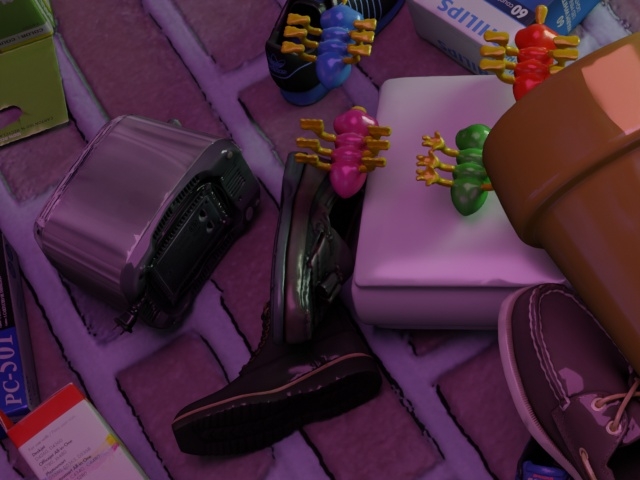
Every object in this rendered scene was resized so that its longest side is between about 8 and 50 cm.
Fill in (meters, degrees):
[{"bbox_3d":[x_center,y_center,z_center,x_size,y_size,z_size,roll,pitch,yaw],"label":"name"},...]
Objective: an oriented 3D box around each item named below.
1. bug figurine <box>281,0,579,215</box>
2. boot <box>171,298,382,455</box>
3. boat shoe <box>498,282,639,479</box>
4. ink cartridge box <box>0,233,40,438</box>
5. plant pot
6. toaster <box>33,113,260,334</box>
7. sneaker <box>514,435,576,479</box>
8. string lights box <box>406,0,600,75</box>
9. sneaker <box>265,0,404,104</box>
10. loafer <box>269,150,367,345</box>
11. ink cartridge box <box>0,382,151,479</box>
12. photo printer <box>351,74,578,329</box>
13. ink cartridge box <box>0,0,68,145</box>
[{"bbox_3d":[0.095,-0.130,1.701,0.279,0.072,0.216,8,67,16],"label":"bug figurine"},{"bbox_3d":[-0.056,0.115,1.731,0.197,0.077,0.137,-16,51,-10],"label":"boot"},{"bbox_3d":[0.255,0.171,1.518,0.116,0.097,0.324,-19,77,-27],"label":"boat shoe"},{"bbox_3d":[-0.339,0.101,1.824,0.097,0.046,0.207,-19,57,5],"label":"ink cartridge box"},{"bbox_3d":[0.291,-0.019,1.494,0.254,0.254,0.239,-24,72,0],"label":"plant pot"},{"bbox_3d":[-0.176,-0.017,1.805,0.146,0.129,0.227,23,70,30],"label":"toaster"},{"bbox_3d":[0.189,0.227,1.580,0.083,0.087,0.221,7,62,20],"label":"sneaker"},{"bbox_3d":[0.225,-0.285,1.883,0.133,0.077,0.260,37,75,29],"label":"string lights box"},{"bbox_3d":[0.022,-0.251,1.909,0.081,0.090,0.232,22,68,26],"label":"sneaker"},{"bbox_3d":[0.000,0.000,1.730,0.084,0.096,0.267,3,36,1],"label":"loafer"},{"bbox_3d":[-0.198,0.222,1.660,0.078,0.134,0.231,-37,58,-7],"label":"ink cartridge box"},{"bbox_3d":[0.196,-0.037,1.724,0.307,0.107,0.256,1,60,16],"label":"photo printer"},{"bbox_3d":[-0.388,-0.221,2.001,0.188,0.097,0.255,-19,56,4],"label":"ink cartridge box"}]
